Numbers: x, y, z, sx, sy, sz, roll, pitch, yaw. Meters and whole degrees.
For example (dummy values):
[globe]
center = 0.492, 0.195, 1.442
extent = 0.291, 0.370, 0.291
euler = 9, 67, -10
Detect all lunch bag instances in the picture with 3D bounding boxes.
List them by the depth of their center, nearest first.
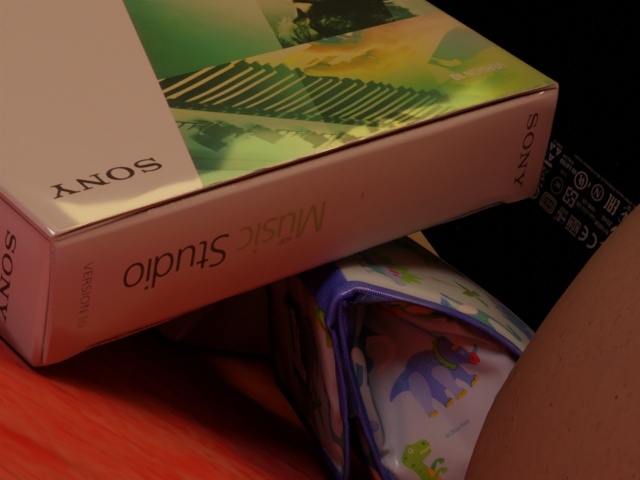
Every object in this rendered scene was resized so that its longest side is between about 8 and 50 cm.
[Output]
[lunch bag]
center = 0.035, 0.049, 0.709
extent = 0.151, 0.096, 0.129
euler = 50, 0, -25

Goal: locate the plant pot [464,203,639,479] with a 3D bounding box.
[plant pot]
center = 0.146, 0.080, 0.445
extent = 0.191, 0.284, 0.284
euler = -11, -33, 43

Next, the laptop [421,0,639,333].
[laptop]
center = 0.196, -0.006, 0.797
extent = 0.236, 0.408, 0.382
euler = 4, 31, -39

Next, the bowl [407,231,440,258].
[bowl]
center = 0.000, 0.000, 1.053
extent = 0.142, 0.053, 0.142
euler = 48, -26, -8

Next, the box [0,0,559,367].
[box]
center = -0.100, -0.088, 0.704
extent = 0.232, 0.058, 0.322
euler = -19, 45, -38

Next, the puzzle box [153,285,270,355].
[puzzle box]
center = -0.171, -0.079, 0.912
extent = 0.409, 0.052, 0.272
euler = 36, 4, 15
